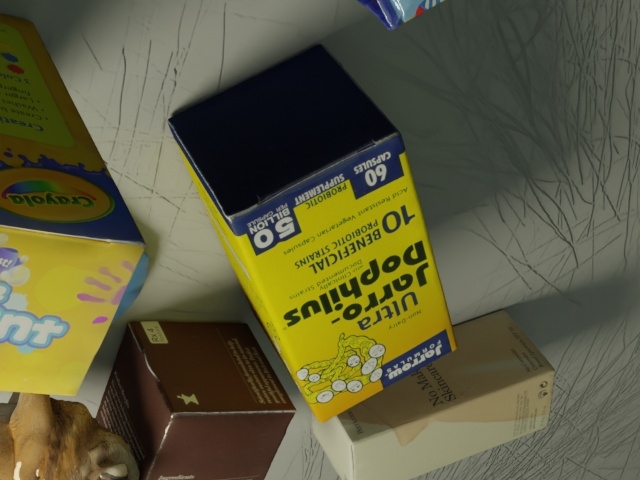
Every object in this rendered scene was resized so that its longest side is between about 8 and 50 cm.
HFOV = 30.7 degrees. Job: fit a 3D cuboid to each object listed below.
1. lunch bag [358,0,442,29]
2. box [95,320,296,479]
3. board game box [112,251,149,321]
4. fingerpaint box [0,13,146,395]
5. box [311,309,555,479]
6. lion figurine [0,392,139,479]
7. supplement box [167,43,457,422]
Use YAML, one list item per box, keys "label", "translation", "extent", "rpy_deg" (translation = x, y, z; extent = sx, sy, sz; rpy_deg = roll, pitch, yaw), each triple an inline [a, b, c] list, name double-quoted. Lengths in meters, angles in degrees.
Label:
- label: "lunch bag"
  translation: [0.087, -0.390, 1.103]
  extent: [0.221, 0.138, 0.293]
  rpy_deg: [-30, 123, -3]
- label: "box"
  translation: [-0.163, 0.228, 1.420]
  extent: [0.167, 0.168, 0.203]
  rpy_deg: [4, 124, -32]
- label: "board game box"
  translation: [-0.273, 0.034, 1.294]
  extent: [0.133, 0.033, 0.168]
  rpy_deg: [-46, 139, 3]
- label: "fingerpaint box"
  translation: [-0.409, -0.070, 0.886]
  extent: [0.445, 0.371, 0.163]
  rpy_deg: [9, 121, -36]
- label: "box"
  translation: [0.153, 0.225, 1.621]
  extent: [0.311, 0.148, 0.121]
  rpy_deg: [-18, 132, -18]
- label: "lion figurine"
  translation: [-0.386, 0.224, 1.251]
  extent: [0.392, 0.142, 0.240]
  rpy_deg: [1, 95, -23]
- label: "supplement box"
  translation: [0.000, 0.000, 1.307]
  extent: [0.194, 0.195, 0.356]
  rpy_deg: [-28, 136, -7]
